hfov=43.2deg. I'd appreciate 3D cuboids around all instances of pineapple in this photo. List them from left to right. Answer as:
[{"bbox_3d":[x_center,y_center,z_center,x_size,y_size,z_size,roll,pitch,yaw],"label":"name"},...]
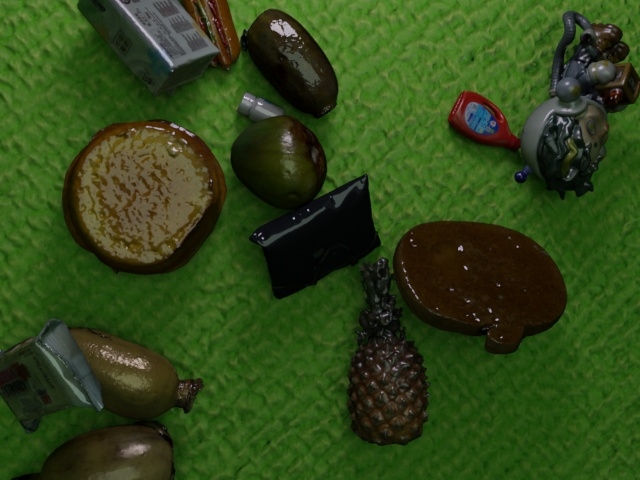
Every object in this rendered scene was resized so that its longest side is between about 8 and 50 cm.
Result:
[{"bbox_3d":[0.127,0.213,1.584,0.175,0.175,0.360,-3,89,-11],"label":"pineapple"}]

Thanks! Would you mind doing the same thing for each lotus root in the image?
[{"bbox_3d":[-0.415,0.430,1.468,0.310,0.183,0.182,-11,89,-8],"label":"lotus root"},{"bbox_3d":[-0.374,0.253,1.502,0.304,0.146,0.130,23,72,-5],"label":"lotus root"},{"bbox_3d":[-0.052,-0.353,1.606,0.123,0.124,0.241,-42,94,1],"label":"lotus root"}]

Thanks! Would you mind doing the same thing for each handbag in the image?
[{"bbox_3d":[0.000,0.000,1.579,0.254,0.211,0.088,-29,49,-9],"label":"handbag"}]

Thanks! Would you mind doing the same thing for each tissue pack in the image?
[{"bbox_3d":[-0.339,-0.389,1.549,0.229,0.145,0.159,49,40,0],"label":"tissue pack"}]

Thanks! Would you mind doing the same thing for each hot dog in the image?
[{"bbox_3d":[-0.220,-0.448,1.613,0.092,0.062,0.235,-20,91,-14],"label":"hot dog"}]

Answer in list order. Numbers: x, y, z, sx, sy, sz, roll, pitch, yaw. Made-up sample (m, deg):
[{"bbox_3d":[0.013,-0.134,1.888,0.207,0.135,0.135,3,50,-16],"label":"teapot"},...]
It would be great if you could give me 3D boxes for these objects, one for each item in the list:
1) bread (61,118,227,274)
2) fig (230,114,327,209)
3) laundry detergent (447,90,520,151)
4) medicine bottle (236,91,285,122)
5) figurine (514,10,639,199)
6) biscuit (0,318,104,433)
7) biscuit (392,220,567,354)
[{"bbox_3d":[-0.329,-0.088,1.516,0.313,0.172,0.311,0,89,-11],"label":"bread"},{"bbox_3d":[-0.082,-0.152,1.565,0.191,0.181,0.180,11,84,21],"label":"fig"},{"bbox_3d":[0.356,-0.245,1.716,0.165,0.049,0.097,29,79,-10],"label":"laundry detergent"},{"bbox_3d":[-0.119,-0.260,1.624,0.089,0.052,0.052,25,83,-8],"label":"medicine bottle"},{"bbox_3d":[0.547,-0.267,1.687,0.261,0.186,0.381,38,74,-32],"label":"figurine"},{"bbox_3d":[-0.492,0.243,1.423,0.079,0.309,0.186,-33,98,-47],"label":"biscuit"},{"bbox_3d":[0.321,0.092,1.599,0.368,0.063,0.314,3,50,-19],"label":"biscuit"}]
